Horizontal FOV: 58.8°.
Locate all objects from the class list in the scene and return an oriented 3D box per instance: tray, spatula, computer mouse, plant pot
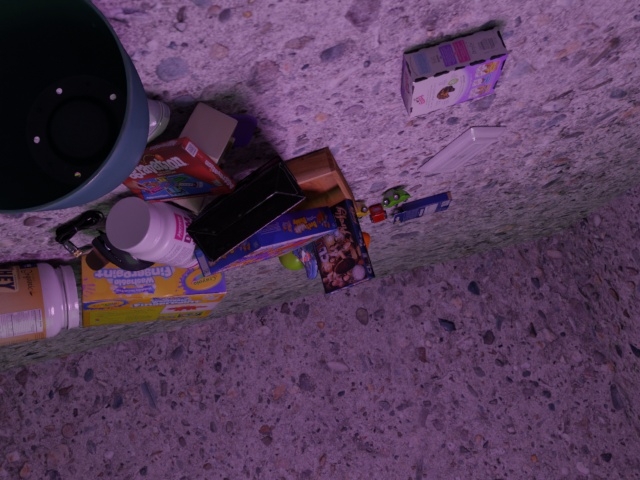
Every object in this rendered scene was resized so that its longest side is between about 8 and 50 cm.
[{"bbox_3d":[0.426,-0.265,1.721,0.145,0.030,0.270,-6,162,-29],"label":"tray"},{"bbox_3d":[-0.023,-0.137,1.654,0.203,0.076,0.411,-17,164,8],"label":"tray"},{"bbox_3d":[-0.228,-0.198,1.303,0.084,0.030,0.296,-8,163,-34],"label":"spatula"},{"bbox_3d":[-0.588,0.033,1.545,0.184,0.060,0.262,-19,139,20],"label":"computer mouse"},{"bbox_3d":[-0.374,-0.174,0.786,0.293,0.292,0.235,-15,179,-2],"label":"plant pot"}]

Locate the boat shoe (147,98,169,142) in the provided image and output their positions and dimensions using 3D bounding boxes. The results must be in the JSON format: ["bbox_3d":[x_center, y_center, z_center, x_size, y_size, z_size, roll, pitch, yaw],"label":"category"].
[{"bbox_3d":[-0.383,-0.199,1.076,0.228,0.079,0.081,-32,152,29],"label":"boat shoe"}]

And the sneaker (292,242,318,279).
[{"bbox_3d":[-0.049,0.035,1.850,0.087,0.083,0.221,0,126,13],"label":"sneaker"}]

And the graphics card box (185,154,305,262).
[{"bbox_3d":[-0.159,-0.084,1.265,0.233,0.094,0.371,-34,-167,3],"label":"graphics card box"}]

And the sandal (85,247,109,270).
[{"bbox_3d":[-0.587,0.011,1.660,0.240,0.088,0.079,-26,-165,30],"label":"sandal"}]

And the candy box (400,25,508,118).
[{"bbox_3d":[0.272,-0.346,1.190,0.196,0.070,0.165,-16,165,1],"label":"candy box"}]

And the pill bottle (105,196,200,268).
[{"bbox_3d":[-0.421,-0.018,1.511,0.160,0.160,0.283,-20,165,16],"label":"pill bottle"}]

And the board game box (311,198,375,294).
[{"bbox_3d":[0.055,0.021,1.691,0.165,0.243,0.042,-27,162,36],"label":"board game box"}]

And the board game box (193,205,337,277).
[{"bbox_3d":[-0.145,-0.002,1.599,0.233,0.078,0.347,-26,174,36],"label":"board game box"}]

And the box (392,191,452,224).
[{"bbox_3d":[0.383,-0.122,2.181,0.225,0.036,0.136,-17,165,-1],"label":"box"}]

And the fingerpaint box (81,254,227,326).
[{"bbox_3d":[-0.585,0.166,1.959,0.445,0.163,0.371,-2,161,-23],"label":"fingerpaint box"}]

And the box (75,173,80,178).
[{"bbox_3d":[-0.505,-0.156,1.137,0.083,0.052,0.062,-13,165,-4],"label":"box"}]

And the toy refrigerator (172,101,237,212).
[{"bbox_3d":[-0.253,-0.164,1.201,0.094,0.102,0.269,26,153,-9],"label":"toy refrigerator"}]

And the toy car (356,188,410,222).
[{"bbox_3d":[0.209,-0.127,1.961,0.225,0.053,0.239,-27,162,37],"label":"toy car"}]

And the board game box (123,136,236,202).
[{"bbox_3d":[-0.316,-0.136,1.154,0.281,0.027,0.145,-3,145,39],"label":"board game box"}]

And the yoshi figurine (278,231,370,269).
[{"bbox_3d":[-0.013,0.019,2.012,0.362,0.202,0.204,0,165,-37],"label":"yoshi figurine"}]

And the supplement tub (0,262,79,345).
[{"bbox_3d":[-0.885,0.185,1.652,0.316,0.228,0.228,-7,163,-30],"label":"supplement tub"}]
